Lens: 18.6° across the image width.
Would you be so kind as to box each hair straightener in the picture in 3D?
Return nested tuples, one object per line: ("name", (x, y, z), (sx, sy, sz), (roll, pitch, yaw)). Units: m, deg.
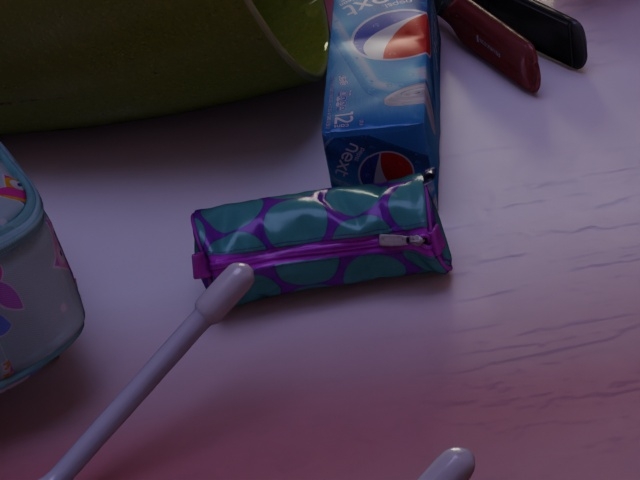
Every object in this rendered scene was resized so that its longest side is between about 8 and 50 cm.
("hair straightener", (0.120, -0.175, 1.403), (0.089, 0.047, 0.230), (-26, 34, -19))

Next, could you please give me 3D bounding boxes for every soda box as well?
("soda box", (0.043, -0.104, 1.294), (0.067, 0.071, 0.210), (-6, 36, 8))

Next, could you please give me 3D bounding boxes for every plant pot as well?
("plant pot", (-0.182, -0.185, 1.336), (0.293, 0.275, 0.275), (-21, 34, 13))

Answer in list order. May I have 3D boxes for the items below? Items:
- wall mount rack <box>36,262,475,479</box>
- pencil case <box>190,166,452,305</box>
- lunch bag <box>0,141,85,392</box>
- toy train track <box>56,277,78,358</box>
("wall mount rack", (-0.112, 0.146, 0.958), (0.304, 0.130, 0.350), (-16, 36, -30))
("pencil case", (0.000, 0.000, 1.173), (0.152, 0.064, 0.070), (-10, 11, 3))
("lunch bag", (-0.293, 0.034, 1.144), (0.279, 0.108, 0.224), (-22, 28, -12))
("toy train track", (-0.170, 0.046, 1.202), (0.048, 0.014, 0.083), (-9, 41, -9))
